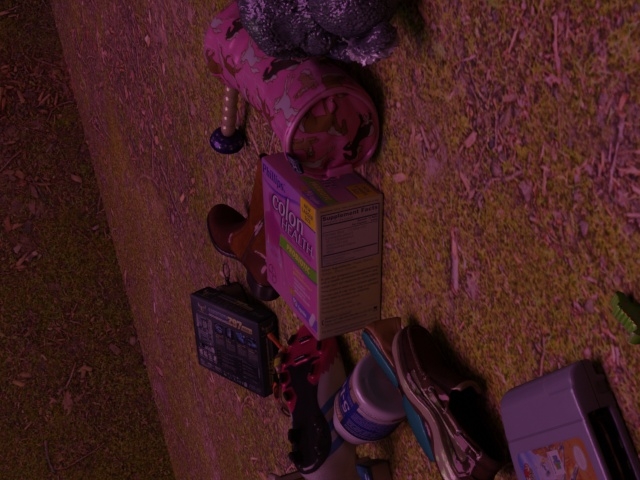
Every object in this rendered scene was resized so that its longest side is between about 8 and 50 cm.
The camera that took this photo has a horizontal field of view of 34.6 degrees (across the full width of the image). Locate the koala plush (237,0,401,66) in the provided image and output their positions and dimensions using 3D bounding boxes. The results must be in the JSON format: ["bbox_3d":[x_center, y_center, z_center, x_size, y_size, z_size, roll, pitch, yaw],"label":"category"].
[{"bbox_3d":[0.021,-0.321,1.381,0.221,0.203,0.196,18,120,51],"label":"koala plush"}]

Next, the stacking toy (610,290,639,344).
[{"bbox_3d":[0.354,0.092,0.961,0.167,0.052,0.221,103,147,-47],"label":"stacking toy"}]

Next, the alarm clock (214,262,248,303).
[{"bbox_3d":[-0.208,0.144,2.352,0.129,0.064,0.192,-160,62,-65],"label":"alarm clock"}]

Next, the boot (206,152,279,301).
[{"bbox_3d":[-0.139,-0.056,2.018,0.280,0.096,0.264,102,148,-45],"label":"boot"}]

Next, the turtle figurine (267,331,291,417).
[{"bbox_3d":[-0.050,0.287,2.008,0.217,0.087,0.269,127,126,-63],"label":"turtle figurine"}]

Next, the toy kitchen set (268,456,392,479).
[{"bbox_3d":[0.019,0.465,1.836,0.207,0.166,0.122,164,93,-68],"label":"toy kitchen set"}]

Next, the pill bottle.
[{"bbox_3d":[0.083,0.258,1.636,0.186,0.112,0.112,116,136,-57],"label":"pill bottle"}]

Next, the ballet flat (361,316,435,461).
[{"bbox_3d":[0.143,0.212,1.517,0.232,0.073,0.080,61,166,19],"label":"ballet flat"}]

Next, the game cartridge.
[{"bbox_3d":[0.308,0.300,1.197,0.198,0.062,0.297,-44,62,60],"label":"game cartridge"}]

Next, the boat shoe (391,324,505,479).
[{"bbox_3d":[0.185,0.217,1.423,0.095,0.095,0.257,-47,54,36],"label":"boat shoe"}]

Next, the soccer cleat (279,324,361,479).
[{"bbox_3d":[0.007,0.293,1.812,0.116,0.143,0.331,-31,39,26],"label":"soccer cleat"}]

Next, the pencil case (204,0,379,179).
[{"bbox_3d":[-0.055,-0.246,1.628,0.167,0.160,0.386,-51,43,13],"label":"pencil case"}]

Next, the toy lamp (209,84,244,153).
[{"bbox_3d":[-0.170,-0.287,1.989,0.274,0.080,0.080,101,148,-51],"label":"toy lamp"}]

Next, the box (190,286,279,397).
[{"bbox_3d":[-0.185,0.219,2.248,0.233,0.059,0.183,17,122,42],"label":"box"}]

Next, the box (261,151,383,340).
[{"bbox_3d":[0.000,0.000,1.681,0.213,0.117,0.243,-134,38,-52],"label":"box"}]
